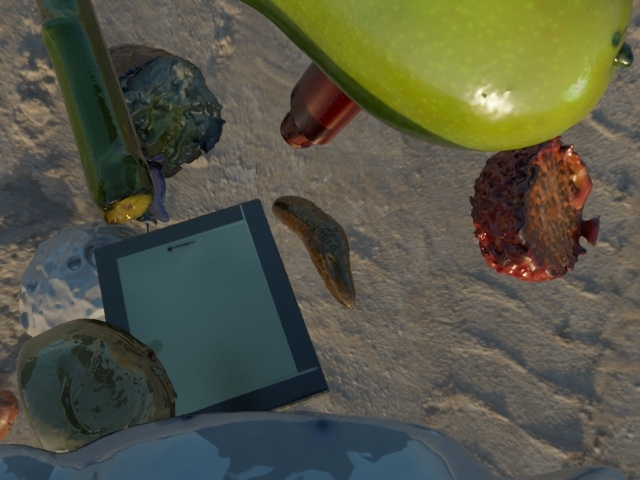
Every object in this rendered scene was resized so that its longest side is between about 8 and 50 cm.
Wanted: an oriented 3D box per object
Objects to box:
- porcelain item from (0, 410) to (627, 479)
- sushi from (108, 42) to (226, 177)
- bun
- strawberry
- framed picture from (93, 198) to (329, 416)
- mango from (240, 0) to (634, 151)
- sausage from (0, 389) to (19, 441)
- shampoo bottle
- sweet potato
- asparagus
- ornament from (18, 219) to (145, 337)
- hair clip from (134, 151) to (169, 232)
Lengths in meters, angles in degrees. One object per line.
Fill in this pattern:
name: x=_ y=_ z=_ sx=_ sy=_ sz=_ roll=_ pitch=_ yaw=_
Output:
porcelain item: x=-0.012 y=0.211 z=0.436 sx=0.406 sy=0.242 sz=0.178 roll=7 pitch=66 yaw=-9
sushi: x=-0.428 y=-0.319 z=1.613 sx=0.281 sy=0.294 sz=0.299 roll=-52 pitch=133 yaw=-9
bun: x=-0.202 y=0.149 z=0.647 sx=0.114 sy=0.166 sz=0.173 roll=-30 pitch=98 yaw=-6
strawberry: x=0.196 y=-0.031 z=0.633 sx=0.145 sy=0.086 sz=0.145 roll=-9 pitch=105 yaw=-37
framed picture: x=-0.163 y=0.102 z=0.924 sx=0.265 sy=0.016 sz=0.347 roll=-19 pitch=54 yaw=-7
mango: x=0.045 y=-0.165 z=0.403 sx=0.293 sy=0.143 sz=0.175 roll=30 pitch=123 yaw=5
sausage: x=-0.788 y=0.465 z=1.507 sx=0.087 sy=0.079 sz=0.326 roll=45 pitch=96 yaw=-1
shampoo bottle: x=0.013 y=-0.201 z=0.916 sx=0.064 sy=0.260 sz=0.102 roll=-18 pitch=83 yaw=-26
sweet potato: x=0.001 y=-0.004 z=1.457 sx=0.341 sy=0.092 sz=0.114 roll=52 pitch=126 yaw=34
asparagus: x=-0.219 y=-0.147 z=0.641 sx=0.060 sy=0.067 sz=0.277 roll=-23 pitch=76 yaw=5
ornament: x=-0.474 y=0.115 z=1.459 sx=0.337 sy=0.337 sz=0.336 roll=0 pitch=87 yaw=-5
hair clip: x=-0.368 y=-0.105 z=1.371 sx=0.056 sy=0.146 sz=0.187 roll=-30 pitch=63 yaw=33
